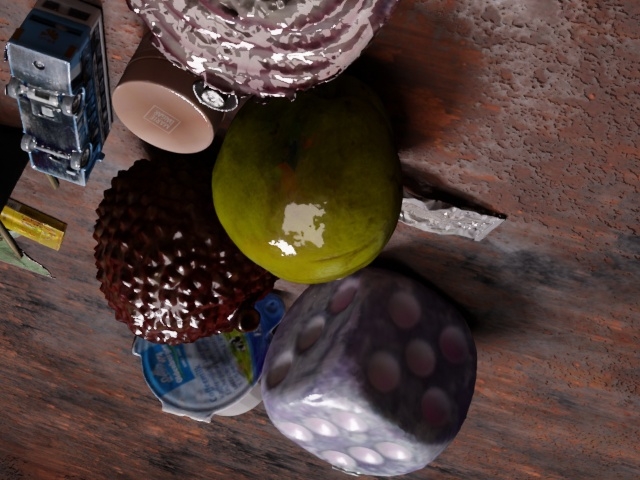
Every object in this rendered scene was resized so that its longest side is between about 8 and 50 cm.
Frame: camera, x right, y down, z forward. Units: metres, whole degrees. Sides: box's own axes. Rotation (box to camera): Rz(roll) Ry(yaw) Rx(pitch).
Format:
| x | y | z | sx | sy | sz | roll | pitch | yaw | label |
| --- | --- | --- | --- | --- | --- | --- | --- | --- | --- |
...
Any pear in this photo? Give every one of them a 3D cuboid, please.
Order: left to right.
| x | y | z | sx | sy | sz | roll | pitch | yaw | label |
| --- | --- | --- | --- | --- | --- | --- | --- | --- | --- |
| -0.011 | -0.077 | 1.448 | 0.269 | 0.269 | 0.321 | 18 | 133 | 5 | pear |

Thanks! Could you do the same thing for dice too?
| x | y | z | sx | sy | sz | roll | pitch | yaw | label |
| --- | --- | --- | --- | --- | --- | --- | --- | --- | --- |
| 0.081 | 0.221 | 1.852 | 0.270 | 0.271 | 0.270 | 36 | 146 | -24 | dice |

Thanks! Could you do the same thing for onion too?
| x | y | z | sx | sy | sz | roll | pitch | yaw | label |
| --- | --- | --- | --- | --- | --- | --- | --- | --- | --- |
| -0.079 | -0.308 | 1.175 | 0.314 | 0.146 | 0.280 | 37 | 129 | -13 | onion |

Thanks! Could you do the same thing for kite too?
| x | y | z | sx | sy | sz | roll | pitch | yaw | label |
| --- | --- | --- | --- | --- | --- | --- | --- | --- | --- |
| -0.677 | -0.006 | 2.214 | 0.268 | 0.013 | 0.323 | -6 | 141 | 39 | kite |

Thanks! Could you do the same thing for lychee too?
| x | y | z | sx | sy | sz | roll | pitch | yaw | label |
| --- | --- | --- | --- | --- | --- | --- | --- | --- | --- |
| -0.199 | 0.015 | 1.671 | 0.330 | 0.306 | 0.306 | 52 | 154 | 15 | lychee |

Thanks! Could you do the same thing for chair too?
| x | y | z | sx | sy | sz | roll | pitch | yaw | label |
| --- | --- | --- | --- | --- | --- | --- | --- | --- | --- |
| -0.566 | -0.114 | 1.806 | 0.166 | 0.188 | 0.272 | 12 | 152 | 14 | chair |

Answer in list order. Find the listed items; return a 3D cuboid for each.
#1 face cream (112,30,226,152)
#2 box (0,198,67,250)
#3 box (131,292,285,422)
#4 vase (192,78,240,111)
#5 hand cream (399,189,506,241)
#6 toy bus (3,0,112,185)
| x | y | z | sx | sy | sz | roll | pitch | yaw | label |
| --- | --- | --- | --- | --- | --- | --- | --- | --- | --- |
| -0.197 | -0.205 | 1.501 | 0.149 | 0.104 | 0.149 | 16 | 149 | 10 | face cream |
| -0.561 | -0.037 | 2.082 | 0.156 | 0.022 | 0.089 | 26 | 150 | -9 | box |
| -0.179 | 0.211 | 2.091 | 0.262 | 0.291 | 0.206 | 56 | 178 | 23 | box |
| -0.096 | -0.235 | 1.311 | 0.120 | 0.183 | 0.120 | 16 | 149 | 10 | vase |
| 0.137 | -0.055 | 1.599 | 0.257 | 0.050 | 0.084 | 22 | 147 | -8 | hand cream |
| -0.370 | -0.210 | 1.577 | 0.106 | 0.131 | 0.297 | 19 | 151 | 3 | toy bus |
